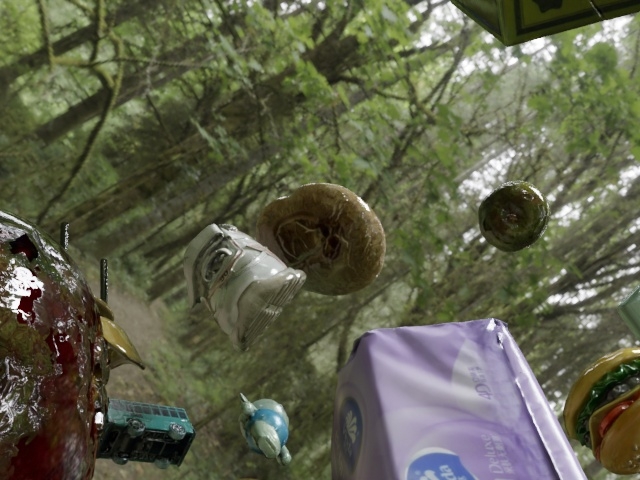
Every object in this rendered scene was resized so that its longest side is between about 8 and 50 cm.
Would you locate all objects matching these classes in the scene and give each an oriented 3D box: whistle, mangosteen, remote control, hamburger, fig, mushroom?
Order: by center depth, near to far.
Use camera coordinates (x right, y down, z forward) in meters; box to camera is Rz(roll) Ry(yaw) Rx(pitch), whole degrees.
[{"bbox_3d":[-0.257,0.093,0.395,0.235,0.261,0.236,177,-90,-77],"label":"mangosteen"},{"bbox_3d":[0.381,0.211,0.853,0.115,0.162,0.162,53,-12,51],"label":"hamburger"},{"bbox_3d":[-0.081,0.279,1.027,0.114,0.077,0.235,54,-10,1],"label":"whistle"},{"bbox_3d":[0.548,0.149,1.129,0.162,0.061,0.029,50,-9,-9],"label":"remote control"},{"bbox_3d":[0.348,-0.047,1.293,0.126,0.133,0.185,16,5,-8],"label":"fig"},{"bbox_3d":[0.000,0.000,1.416,0.278,0.146,0.278,13,-52,17],"label":"mushroom"}]

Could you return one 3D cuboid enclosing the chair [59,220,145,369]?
[{"bbox_3d":[-0.391,0.120,1.085,0.159,0.172,0.247,72,-6,-62],"label":"chair"}]

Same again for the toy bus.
[{"bbox_3d":[-0.300,0.317,1.149,0.160,0.079,0.092,18,16,-35],"label":"toy bus"}]

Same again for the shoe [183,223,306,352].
[{"bbox_3d":[-0.156,0.071,1.220,0.198,0.172,0.351,39,-7,-3],"label":"shoe"}]

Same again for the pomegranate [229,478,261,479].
[{"bbox_3d":[-0.119,0.553,1.142,0.291,0.290,0.323,42,-11,46],"label":"pomegranate"}]

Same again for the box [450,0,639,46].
[{"bbox_3d":[0.207,-0.203,0.476,0.141,0.219,0.064,-99,173,-59],"label":"box"}]

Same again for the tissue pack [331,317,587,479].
[{"bbox_3d":[0.101,0.253,0.489,0.338,0.160,0.242,-100,-172,-57],"label":"tissue pack"}]
